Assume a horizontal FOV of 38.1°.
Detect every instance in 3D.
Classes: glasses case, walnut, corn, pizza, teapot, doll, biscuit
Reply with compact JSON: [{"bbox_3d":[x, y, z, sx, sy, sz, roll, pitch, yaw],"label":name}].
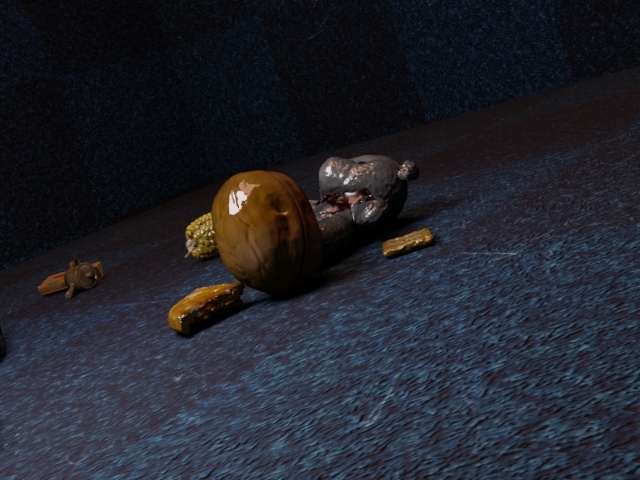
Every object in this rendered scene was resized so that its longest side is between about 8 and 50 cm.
[{"bbox_3d":[-0.646,0.105,2.402,0.170,0.041,0.064,-15,21,23],"label":"glasses case"},{"bbox_3d":[-0.083,-0.012,1.437,0.167,0.207,0.167,-21,-15,-6],"label":"walnut"},{"bbox_3d":[-0.173,-0.041,2.106,0.310,0.101,0.101,-22,9,-16],"label":"corn"},{"bbox_3d":[-0.176,0.102,1.447,0.131,0.041,0.178,-23,9,-7],"label":"pizza"},{"bbox_3d":[-0.602,0.097,2.261,0.080,0.085,0.110,-15,30,35],"label":"teapot"},{"bbox_3d":[0.028,-0.064,1.643,0.340,0.158,0.246,-27,10,-38],"label":"doll"},{"bbox_3d":[0.138,0.004,1.458,0.083,0.018,0.081,-19,9,5],"label":"biscuit"}]

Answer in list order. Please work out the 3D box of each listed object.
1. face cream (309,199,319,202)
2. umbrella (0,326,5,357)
[{"bbox_3d":[-0.051,-0.055,2.026,0.274,0.096,0.154,-9,1,-30],"label":"face cream"},{"bbox_3d":[-0.664,0.181,1.830,0.067,0.073,0.337,-28,18,-17],"label":"umbrella"}]
